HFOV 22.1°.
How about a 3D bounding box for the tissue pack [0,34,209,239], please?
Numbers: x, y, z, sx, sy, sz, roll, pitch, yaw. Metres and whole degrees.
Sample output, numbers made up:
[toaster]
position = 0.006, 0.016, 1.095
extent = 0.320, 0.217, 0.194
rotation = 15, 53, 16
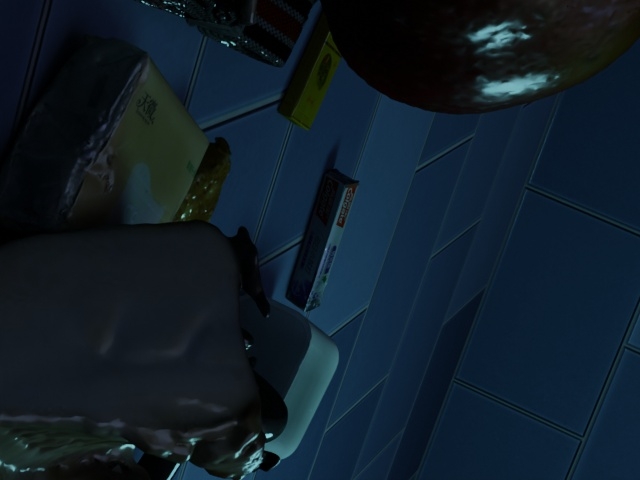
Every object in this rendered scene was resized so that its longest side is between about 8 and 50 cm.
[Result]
[tissue pack]
position = -0.187, -0.058, 1.426
extent = 0.186, 0.090, 0.222
rotation = -64, 165, -12

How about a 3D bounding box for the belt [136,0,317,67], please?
[belt]
position = -0.085, -0.229, 1.485
extent = 0.359, 0.126, 0.094
rotation = 17, 87, -80

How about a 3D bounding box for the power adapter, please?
[power adapter]
position = -0.068, 0.184, 2.131
extent = 0.187, 0.124, 0.255
rotation = -63, 165, -5

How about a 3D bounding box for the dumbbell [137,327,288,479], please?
[dumbbell]
position = -0.184, 0.258, 1.652
extent = 0.406, 0.179, 0.179
rotation = -57, 166, 11

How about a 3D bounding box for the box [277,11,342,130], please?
[box]
position = -0.001, -0.211, 1.952
extent = 0.155, 0.023, 0.087
rotation = -66, 167, -1

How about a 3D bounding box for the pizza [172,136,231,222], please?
[pizza]
position = -0.176, 0.019, 1.645
extent = 0.292, 0.058, 0.197
rotation = -58, 164, -22

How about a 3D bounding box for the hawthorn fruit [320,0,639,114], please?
[hawthorn fruit]
position = 0.176, -0.334, 1.588
extent = 0.403, 0.402, 0.403
rotation = -57, 162, -29

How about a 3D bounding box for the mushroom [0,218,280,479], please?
[mushroom]
position = -0.267, 0.142, 1.316
extent = 0.397, 0.224, 0.313
rotation = -6, 162, -44

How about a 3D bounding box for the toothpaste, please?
[toothpaste]
position = 0.000, 0.000, 2.234
extent = 0.040, 0.047, 0.196
rotation = -14, 128, -53
